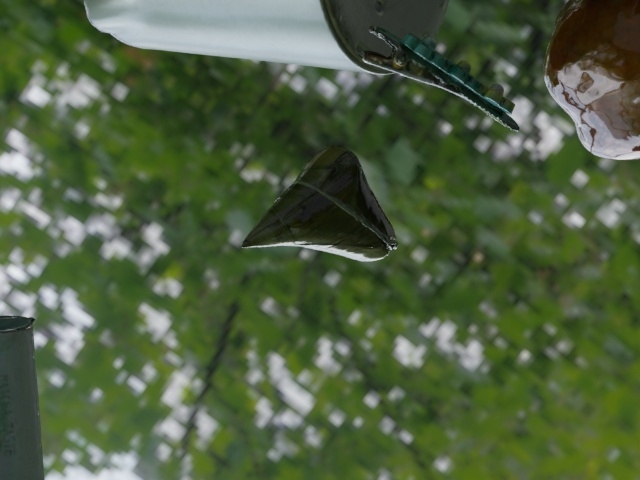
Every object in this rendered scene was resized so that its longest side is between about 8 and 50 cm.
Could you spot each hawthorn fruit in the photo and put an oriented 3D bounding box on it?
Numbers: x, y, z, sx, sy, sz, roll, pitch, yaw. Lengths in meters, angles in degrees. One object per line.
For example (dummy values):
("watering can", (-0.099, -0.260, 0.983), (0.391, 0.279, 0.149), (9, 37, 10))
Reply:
("hawthorn fruit", (0.367, -0.196, 2.055), (0.208, 0.248, 0.208), (32, -135, -39))

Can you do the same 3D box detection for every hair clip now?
("hair clip", (0.118, -0.150, 1.781), (0.173, 0.049, 0.049), (26, -157, -19))

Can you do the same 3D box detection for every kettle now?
("kettle", (-0.042, -0.358, 2.249), (0.376, 0.361, 0.250), (6, 138, 38))

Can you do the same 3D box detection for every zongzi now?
("zongzi", (0.000, 0.000, 1.450), (0.052, 0.113, 0.104), (17, 148, 48))

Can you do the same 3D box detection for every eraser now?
("eraser", (-0.415, 0.209, 2.293), (0.174, 0.227, 0.081), (-4, -167, -7))
